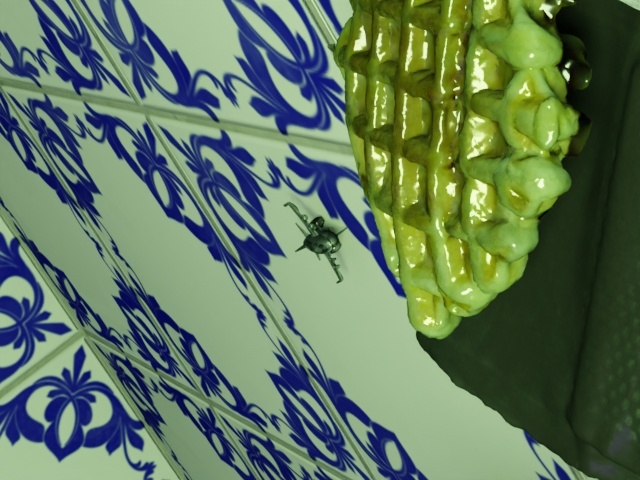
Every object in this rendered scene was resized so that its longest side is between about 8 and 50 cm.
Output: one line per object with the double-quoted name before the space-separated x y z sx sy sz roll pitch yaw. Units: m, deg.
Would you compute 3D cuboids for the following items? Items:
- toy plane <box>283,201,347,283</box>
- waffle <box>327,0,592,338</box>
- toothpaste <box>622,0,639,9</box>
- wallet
"toy plane" 0.000 0.000 1.397 0.078 0.031 0.083 55 163 -8
"waffle" 0.062 -0.074 0.865 0.208 0.054 0.214 -55 46 50
"toothpaste" 0.171 -0.104 0.707 0.196 0.047 0.040 37 161 41
"wallet" 0.150 0.009 0.815 0.323 0.041 0.247 38 127 51
